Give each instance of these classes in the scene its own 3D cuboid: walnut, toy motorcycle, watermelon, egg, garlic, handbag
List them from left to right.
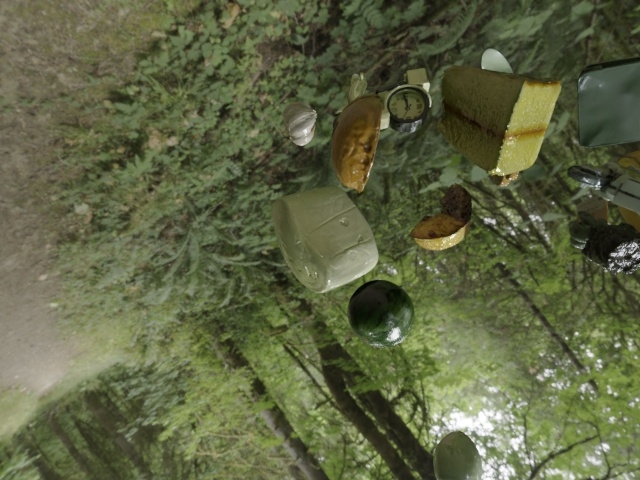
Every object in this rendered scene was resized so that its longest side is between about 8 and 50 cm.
[{"bbox_3d":[-0.054,-0.307,1.056,0.094,0.113,0.074,-25,-176,17],"label":"garlic"},{"bbox_3d":[0.066,-0.211,0.875,0.087,0.211,0.167,6,-163,-12],"label":"walnut"},{"bbox_3d":[0.217,0.259,1.455,0.242,0.242,0.242,-36,180,0],"label":"watermelon"},{"bbox_3d":[0.536,0.856,1.578,0.183,0.183,0.217,-36,-160,50],"label":"egg"},{"bbox_3d":[0.925,-0.418,1.222,0.260,0.248,0.079,2,-146,36],"label":"handbag"},{"bbox_3d":[0.524,-0.074,0.654,0.151,0.228,0.074,-15,129,-46],"label":"toy motorcycle"}]

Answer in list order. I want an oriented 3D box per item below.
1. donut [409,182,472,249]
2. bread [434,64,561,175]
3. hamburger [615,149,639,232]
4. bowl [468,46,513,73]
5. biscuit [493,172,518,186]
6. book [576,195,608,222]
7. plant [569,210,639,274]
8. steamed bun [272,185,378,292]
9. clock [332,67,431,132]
[{"bbox_3d":[0.466,-0.063,1.444,0.295,0.151,0.112,-48,139,-19],"label":"donut"},{"bbox_3d":[0.414,-0.348,1.116,0.245,0.361,0.233,-17,125,-36],"label":"bread"},{"bbox_3d":[1.451,-0.211,1.690,0.277,0.396,0.396,-15,-174,16],"label":"hamburger"},{"bbox_3d":[0.599,-0.573,1.468,0.211,0.211,0.112,-36,-167,-33],"label":"bowl"},{"bbox_3d":[0.817,-0.370,1.754,0.052,0.275,0.355,1,157,9],"label":"biscuit"},{"bbox_3d":[1.082,-0.108,1.618,0.118,0.012,0.172,-35,-157,51],"label":"book"},{"bbox_3d":[0.924,-0.005,1.327,0.274,0.149,0.146,-90,-164,-69],"label":"plant"},{"bbox_3d":[0.000,0.000,1.813,0.371,0.456,0.290,-20,163,-30],"label":"steamed bun"},{"bbox_3d":[0.232,-0.530,1.572,0.378,0.277,0.120,-4,162,4],"label":"clock"}]
